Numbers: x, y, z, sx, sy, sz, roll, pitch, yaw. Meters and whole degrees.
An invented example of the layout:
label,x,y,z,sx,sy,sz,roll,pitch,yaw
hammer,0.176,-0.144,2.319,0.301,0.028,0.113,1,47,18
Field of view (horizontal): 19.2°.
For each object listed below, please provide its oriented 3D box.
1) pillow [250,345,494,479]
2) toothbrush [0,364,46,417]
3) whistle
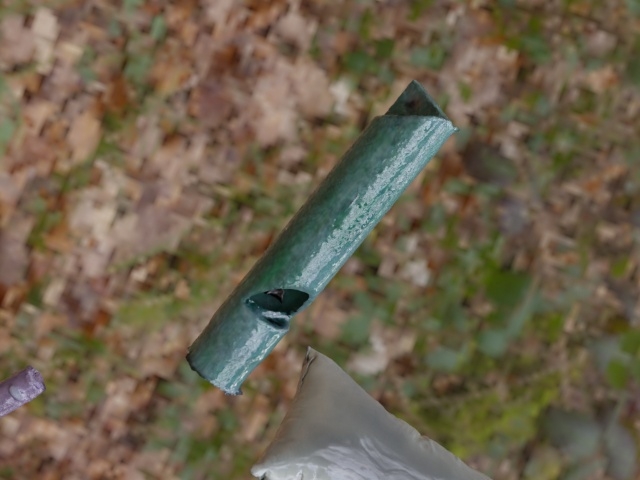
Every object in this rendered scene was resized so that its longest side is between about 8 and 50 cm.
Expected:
label,x,y,z,sx,sy,sz,roll,pitch,yaw
pillow,0.066,0.192,1.431,0.078,0.254,0.144,-44,-163,43
toothbrush,-0.348,0.185,1.379,0.354,0.024,0.029,-30,-168,14
whistle,0.000,0.000,0.958,0.186,0.039,0.039,-50,164,18
